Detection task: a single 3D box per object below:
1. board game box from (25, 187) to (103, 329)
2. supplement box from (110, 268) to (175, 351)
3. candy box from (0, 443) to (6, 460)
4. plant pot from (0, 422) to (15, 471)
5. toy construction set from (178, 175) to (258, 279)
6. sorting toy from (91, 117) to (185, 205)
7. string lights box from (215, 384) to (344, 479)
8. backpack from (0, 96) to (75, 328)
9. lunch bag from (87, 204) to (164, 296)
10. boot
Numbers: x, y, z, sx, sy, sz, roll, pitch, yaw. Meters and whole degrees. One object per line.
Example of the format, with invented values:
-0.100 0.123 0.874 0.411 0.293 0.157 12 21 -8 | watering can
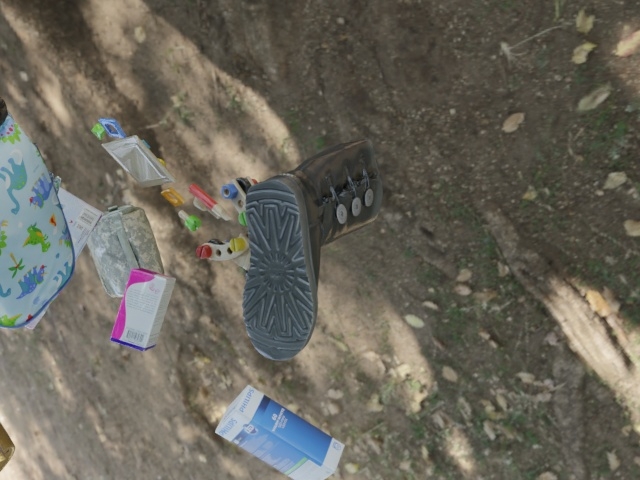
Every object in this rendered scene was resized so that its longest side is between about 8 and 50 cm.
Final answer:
-0.614 -0.030 1.336 0.318 0.319 0.066 34 122 -17 | board game box
-0.523 0.201 2.085 0.111 0.114 0.220 18 91 5 | supplement box
-0.711 0.421 1.340 0.053 0.186 0.109 54 153 29 | candy box
-0.922 0.501 1.801 0.254 0.237 0.237 33 134 6 | plant pot
-0.188 -0.015 1.774 0.237 0.309 0.257 39 92 25 | toy construction set
-0.520 -0.234 2.053 0.196 0.047 0.348 0 139 43 | sorting toy
-0.092 0.446 1.584 0.259 0.077 0.133 34 135 -6 | string lights box
-0.524 -0.028 1.047 0.273 0.290 0.356 22 135 6 | backpack
-0.642 0.038 2.318 0.256 0.212 0.305 2 111 71 | lunch bag
0.000 -0.002 1.478 0.146 0.445 0.367 10 110 18 | boot
